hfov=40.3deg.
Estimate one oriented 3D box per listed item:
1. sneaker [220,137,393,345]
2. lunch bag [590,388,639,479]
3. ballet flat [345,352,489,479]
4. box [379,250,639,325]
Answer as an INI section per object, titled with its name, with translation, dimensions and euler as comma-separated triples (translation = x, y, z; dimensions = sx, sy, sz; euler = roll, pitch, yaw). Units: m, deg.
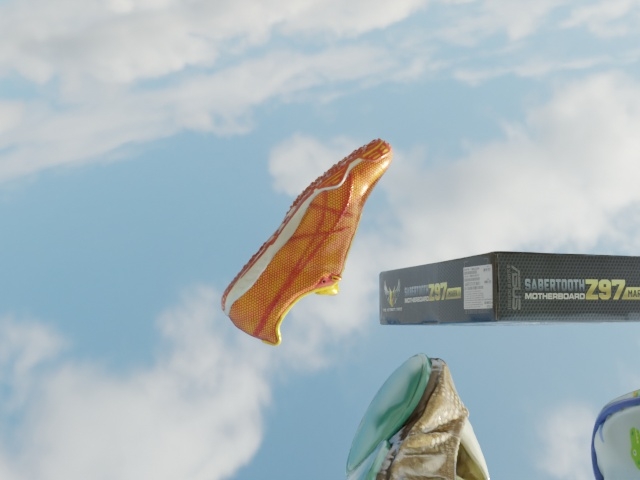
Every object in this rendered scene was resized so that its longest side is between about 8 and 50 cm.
[sneaker]
translation = 0.000, 0.000, 0.649
dimensions = 0.175, 0.067, 0.064
euler = -52, -173, 2
[lunch bag]
translation = 0.188, 0.151, 0.326
dimensions = 0.090, 0.176, 0.219
euler = -6, -108, -13
[ballet flat]
translation = 0.045, 0.117, 0.419
dimensions = 0.067, 0.073, 0.206
euler = 41, -159, 2
[box]
translation = 0.180, 0.048, 0.788
dimensions = 0.183, 0.059, 0.232
euler = 2, 174, -18
